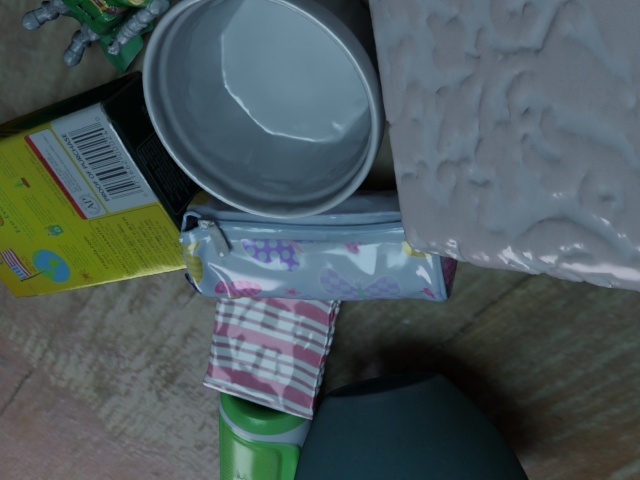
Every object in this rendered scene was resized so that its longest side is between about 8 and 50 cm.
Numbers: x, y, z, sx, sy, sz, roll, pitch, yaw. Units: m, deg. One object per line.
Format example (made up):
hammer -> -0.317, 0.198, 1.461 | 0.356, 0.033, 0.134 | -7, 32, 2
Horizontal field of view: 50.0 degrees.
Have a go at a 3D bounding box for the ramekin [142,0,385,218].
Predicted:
ramekin -> -0.036, -0.133, 0.593 | 0.207, 0.109, 0.207 | 11, 131, 13

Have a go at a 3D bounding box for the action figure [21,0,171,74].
action figure -> -0.186, -0.203, 0.575 | 0.137, 0.063, 0.232 | 41, 158, -28

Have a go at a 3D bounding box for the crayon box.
crayon box -> -0.289, -0.047, 0.787 | 0.318, 0.081, 0.202 | -10, 122, 28

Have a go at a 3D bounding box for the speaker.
speaker -> -0.076, 0.289, 0.944 | 0.131, 0.131, 0.297 | 15, 131, 11

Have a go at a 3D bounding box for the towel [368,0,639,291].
towel -> 0.133, -0.129, 0.380 | 0.332, 0.053, 0.317 | 11, 113, 64

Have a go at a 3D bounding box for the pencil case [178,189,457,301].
pencil case -> 0.000, 0.000, 0.677 | 0.273, 0.114, 0.124 | 1, 148, 18

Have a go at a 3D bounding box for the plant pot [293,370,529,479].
plant pot -> 0.092, 0.259, 0.781 | 0.290, 0.290, 0.196 | -14, 84, 31

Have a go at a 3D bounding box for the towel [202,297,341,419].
towel -> -0.058, 0.102, 0.794 | 0.144, 0.029, 0.197 | 15, 103, 12
